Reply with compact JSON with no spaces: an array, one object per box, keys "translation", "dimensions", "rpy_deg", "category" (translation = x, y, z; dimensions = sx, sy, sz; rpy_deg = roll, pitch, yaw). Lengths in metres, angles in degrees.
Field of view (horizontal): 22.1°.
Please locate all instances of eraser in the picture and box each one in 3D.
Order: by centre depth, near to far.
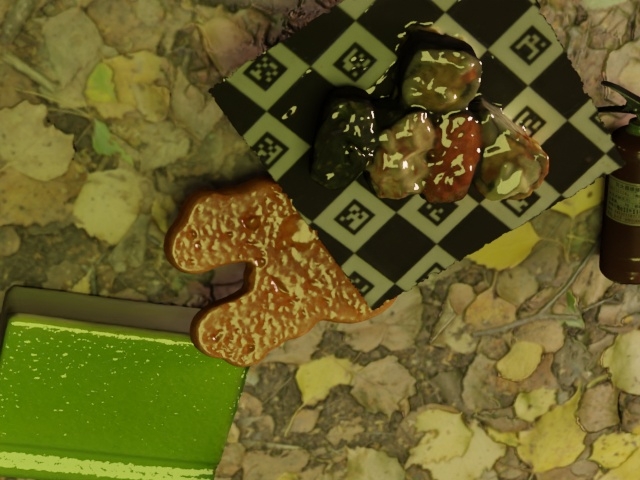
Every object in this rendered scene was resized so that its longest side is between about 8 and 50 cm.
[{"translation":[-0.224,0.168,1.796],"dimensions":[0.274,0.092,0.210],"rpy_deg":[9,113,-17],"category":"eraser"}]

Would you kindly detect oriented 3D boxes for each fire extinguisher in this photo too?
[{"translation":[0.334,-0.066,1.803],"dimensions":[0.099,0.071,0.231],"rpy_deg":[6,121,16],"category":"fire extinguisher"}]

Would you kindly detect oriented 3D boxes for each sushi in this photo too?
[{"translation":[0.108,-0.098,1.616],"dimensions":[0.320,0.069,0.339],"rpy_deg":[-30,123,8],"category":"sushi"}]

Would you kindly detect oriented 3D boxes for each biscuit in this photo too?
[{"translation":[0.000,0.000,1.746],"dimensions":[0.334,0.047,0.202],"rpy_deg":[-23,107,-12],"category":"biscuit"}]
